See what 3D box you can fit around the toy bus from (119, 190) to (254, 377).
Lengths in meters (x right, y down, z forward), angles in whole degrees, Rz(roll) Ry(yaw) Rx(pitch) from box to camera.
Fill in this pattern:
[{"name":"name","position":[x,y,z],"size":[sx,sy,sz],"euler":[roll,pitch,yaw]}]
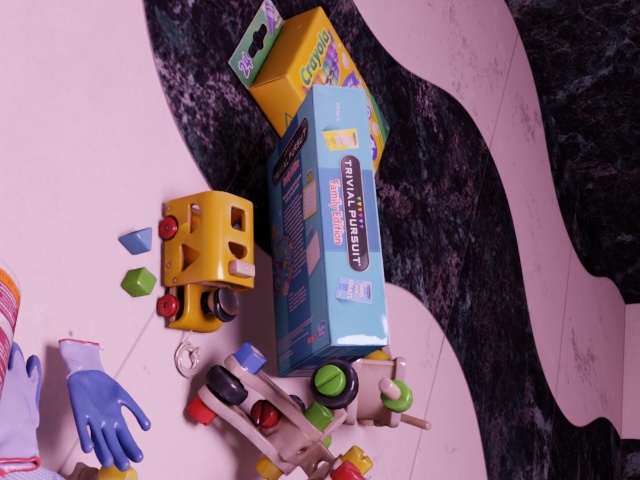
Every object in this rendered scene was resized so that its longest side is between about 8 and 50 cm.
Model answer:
[{"name":"toy bus","position":[-0.134,0.037,0.978],"size":[0.202,0.104,0.191],"euler":[62,35,-24]}]

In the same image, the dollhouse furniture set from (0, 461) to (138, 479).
[{"name":"dollhouse furniture set","position":[-0.265,0.262,0.608],"size":[0.286,0.198,0.303],"euler":[51,40,-37]}]

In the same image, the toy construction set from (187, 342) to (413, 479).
[{"name":"toy construction set","position":[-0.035,0.303,0.978],"size":[0.308,0.258,0.237],"euler":[-66,151,-15]}]

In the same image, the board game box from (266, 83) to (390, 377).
[{"name":"board game box","position":[0.000,0.000,1.055],"size":[0.079,0.254,0.336],"euler":[2,72,-18]}]

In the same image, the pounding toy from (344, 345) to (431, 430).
[{"name":"pounding toy","position":[0.102,0.211,1.202],"size":[0.269,0.155,0.154],"euler":[113,-19,-77]}]

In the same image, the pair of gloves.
[{"name":"pair of gloves","position":[-0.253,0.154,0.741],"size":[0.198,0.023,0.159],"euler":[17,33,-47]}]

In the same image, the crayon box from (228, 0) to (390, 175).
[{"name":"crayon box","position":[-0.004,-0.235,1.295],"size":[0.323,0.083,0.203],"euler":[54,39,-34]}]

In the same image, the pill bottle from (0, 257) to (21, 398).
[{"name":"pill bottle","position":[-0.309,0.113,0.595],"size":[0.121,0.121,0.221],"euler":[47,24,-41]}]

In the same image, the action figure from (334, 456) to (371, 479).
[{"name":"action figure","position":[0.021,0.414,1.082],"size":[0.164,0.141,0.275],"euler":[60,9,-14]}]
